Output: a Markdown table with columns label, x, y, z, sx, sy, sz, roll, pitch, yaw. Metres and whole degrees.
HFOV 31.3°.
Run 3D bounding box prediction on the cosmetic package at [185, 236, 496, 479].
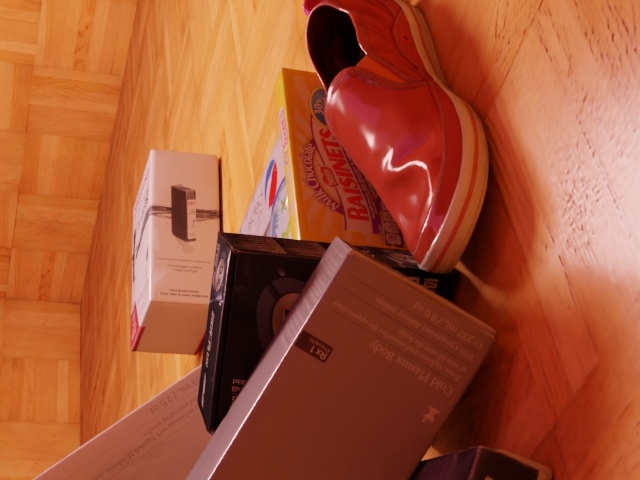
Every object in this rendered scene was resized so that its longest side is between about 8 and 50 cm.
| label | x | y | z | sx | sy | sz | roll | pitch | yaw |
| --- | --- | --- | --- | --- | --- | --- | --- | --- | --- |
| cosmetic package | 0.005 | 0.130 | 0.820 | 0.238 | 0.127 | 0.107 | -61 | 8 | 1 |

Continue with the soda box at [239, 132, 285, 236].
| label | x | y | z | sx | sy | sz | roll | pitch | yaw |
| --- | --- | --- | --- | --- | --- | --- | --- | --- | --- |
| soda box | -0.031 | -0.037 | 1.248 | 0.216 | 0.069 | 0.074 | 117 | 152 | -53 |

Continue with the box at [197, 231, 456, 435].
| label | x | y | z | sx | sy | sz | roll | pitch | yaw |
| --- | --- | --- | --- | --- | --- | --- | --- | --- | --- |
| box | 0.002 | 0.078 | 0.907 | 0.077 | 0.180 | 0.147 | -138 | 56 | -73 |

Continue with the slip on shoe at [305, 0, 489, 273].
| label | x | y | z | sx | sy | sz | roll | pitch | yaw |
| --- | --- | --- | --- | --- | --- | --- | --- | --- | --- |
| slip on shoe | 0.054 | -0.096 | 0.929 | 0.331 | 0.101 | 0.123 | -105 | 28 | -46 |

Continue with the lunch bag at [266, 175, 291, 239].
| label | x | y | z | sx | sy | sz | roll | pitch | yaw |
| --- | --- | --- | --- | --- | --- | --- | --- | --- | --- |
| lunch bag | 0.000 | 0.000 | 1.088 | 0.151 | 0.096 | 0.129 | 103 | 165 | -56 |

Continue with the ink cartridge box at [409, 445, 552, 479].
| label | x | y | z | sx | sy | sz | roll | pitch | yaw |
| --- | --- | --- | --- | --- | --- | --- | --- | --- | --- |
| ink cartridge box | 0.032 | 0.307 | 0.793 | 0.307 | 0.072 | 0.304 | -41 | 28 | 64 |

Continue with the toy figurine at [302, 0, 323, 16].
| label | x | y | z | sx | sy | sz | roll | pitch | yaw |
| --- | --- | --- | --- | --- | --- | --- | --- | --- | --- |
| toy figurine | 0.038 | -0.259 | 1.074 | 0.173 | 0.130 | 0.159 | 37 | 138 | 42 |

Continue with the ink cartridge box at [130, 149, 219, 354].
| label | x | y | z | sx | sy | sz | roll | pitch | yaw |
| --- | --- | --- | --- | --- | --- | --- | --- | --- | --- |
| ink cartridge box | -0.233 | 0.019 | 1.821 | 0.197 | 0.114 | 0.273 | 121 | 150 | -57 |

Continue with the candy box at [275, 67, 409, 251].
| label | x | y | z | sx | sy | sz | roll | pitch | yaw |
| --- | --- | --- | --- | --- | --- | --- | --- | --- | --- |
| candy box | 0.019 | -0.067 | 1.027 | 0.027 | 0.105 | 0.206 | 116 | 153 | -50 |

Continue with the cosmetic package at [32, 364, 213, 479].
| label | x | y | z | sx | sy | sz | roll | pitch | yaw |
| --- | --- | --- | --- | --- | --- | --- | --- | --- | --- |
| cosmetic package | -0.121 | 0.271 | 1.035 | 0.224 | 0.224 | 0.138 | 44 | 141 | 16 |
